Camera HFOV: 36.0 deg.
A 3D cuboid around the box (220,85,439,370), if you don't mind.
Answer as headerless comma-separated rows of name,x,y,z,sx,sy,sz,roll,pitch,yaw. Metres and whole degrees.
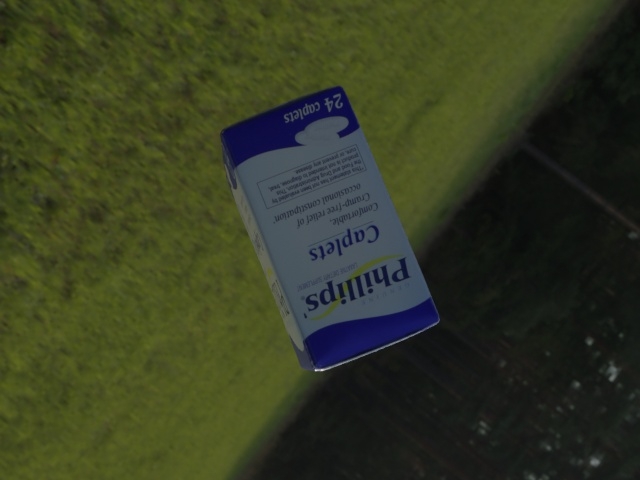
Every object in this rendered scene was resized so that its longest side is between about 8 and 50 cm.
box,0.000,0.000,0.562,0.072,0.137,0.126,-22,175,-6
